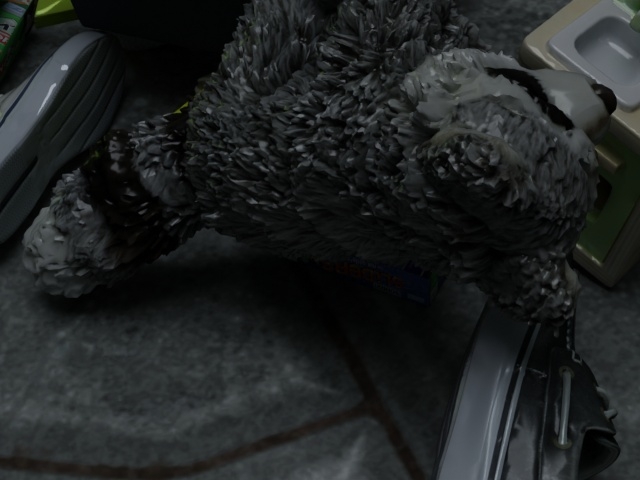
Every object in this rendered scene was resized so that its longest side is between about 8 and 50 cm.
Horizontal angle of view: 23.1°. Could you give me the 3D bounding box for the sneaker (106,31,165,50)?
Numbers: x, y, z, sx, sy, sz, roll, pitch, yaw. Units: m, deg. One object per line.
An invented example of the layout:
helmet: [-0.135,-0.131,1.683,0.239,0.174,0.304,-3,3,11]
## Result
sneaker: [-0.116,-0.290,1.499,0.268,0.101,0.153,-28,53,-20]

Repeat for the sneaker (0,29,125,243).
sneaker: [-0.256,-0.099,1.325,0.091,0.094,0.258,10,42,23]

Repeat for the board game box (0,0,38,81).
board game box: [-0.437,-0.199,1.394,0.317,0.046,0.214,20,51,0]

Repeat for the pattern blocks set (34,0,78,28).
pattern blocks set: [-0.352,-0.249,1.398,0.285,0.026,0.325,4,57,-12]

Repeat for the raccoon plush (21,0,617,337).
raccoon plush: [0.000,0.000,1.101,0.446,0.216,0.299,-41,35,20]

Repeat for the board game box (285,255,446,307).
board game box: [0.069,-0.043,1.298,0.136,0.035,0.201,19,49,20]

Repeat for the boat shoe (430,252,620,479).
boat shoe: [0.146,0.136,1.081,0.119,0.121,0.335,17,56,3]

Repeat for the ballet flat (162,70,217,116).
ballet flat: [-0.095,-0.105,1.344,0.077,0.077,0.231,18,48,41]

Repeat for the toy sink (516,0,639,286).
toy sink: [0.231,-0.102,1.190,0.153,0.234,0.131,41,56,16]

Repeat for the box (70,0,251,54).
box: [-0.019,-0.361,1.340,0.293,0.212,0.395,15,55,22]
